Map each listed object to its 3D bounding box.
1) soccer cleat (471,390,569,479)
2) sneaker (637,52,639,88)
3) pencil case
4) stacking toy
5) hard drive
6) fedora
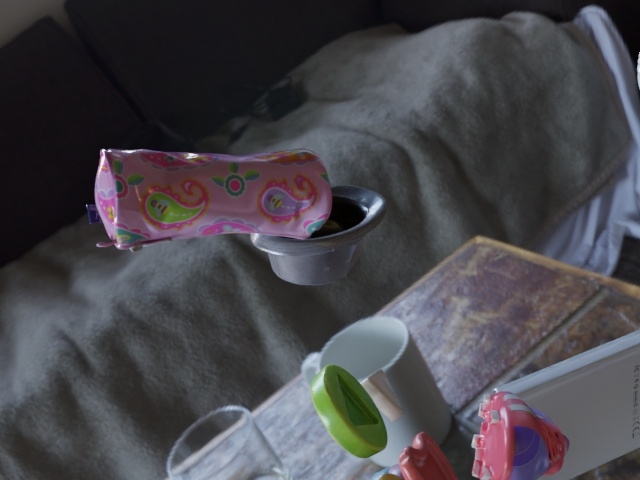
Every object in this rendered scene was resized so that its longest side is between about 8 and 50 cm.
[{"bbox_3d":[0.193,0.188,0.645,0.095,0.248,0.083,9,80,12],"label":"soccer cleat"},{"bbox_3d":[0.392,-0.197,0.606,0.235,0.094,0.090,-43,52,48],"label":"sneaker"},{"bbox_3d":[-0.132,-0.053,0.846,0.284,0.124,0.124,-4,16,-25],"label":"pencil case"},{"bbox_3d":[0.064,0.323,0.953,0.130,0.309,0.279,-39,67,14],"label":"stacking toy"},{"bbox_3d":[0.404,0.251,1.022,0.307,0.203,0.040,-18,27,-13],"label":"hard drive"},{"bbox_3d":[0.000,0.000,1.357,0.275,0.124,0.243,-28,34,-37],"label":"fedora"}]
